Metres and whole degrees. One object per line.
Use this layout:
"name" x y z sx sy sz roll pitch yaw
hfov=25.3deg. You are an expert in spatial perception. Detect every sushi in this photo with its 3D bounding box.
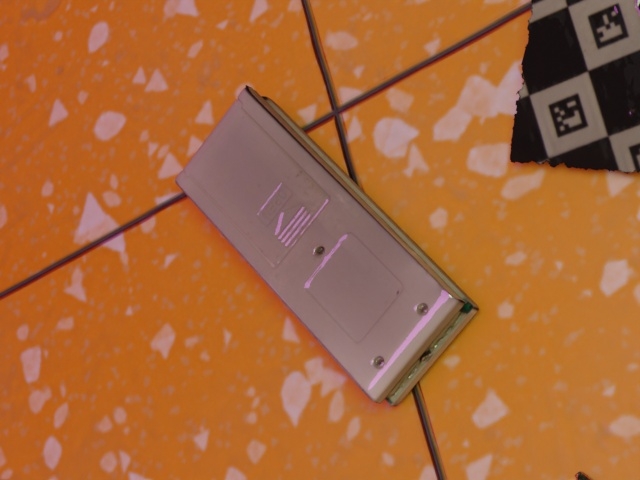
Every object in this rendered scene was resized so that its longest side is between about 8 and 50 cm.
"sushi" 0.285 -0.169 0.987 0.290 0.050 0.264 10 98 32

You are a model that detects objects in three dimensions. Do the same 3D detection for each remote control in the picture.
"remote control" 0.000 0.000 1.131 0.103 0.055 0.277 -51 58 13

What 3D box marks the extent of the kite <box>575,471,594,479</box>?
"kite" 0.206 0.248 0.961 0.159 0.010 0.190 -13 70 32
